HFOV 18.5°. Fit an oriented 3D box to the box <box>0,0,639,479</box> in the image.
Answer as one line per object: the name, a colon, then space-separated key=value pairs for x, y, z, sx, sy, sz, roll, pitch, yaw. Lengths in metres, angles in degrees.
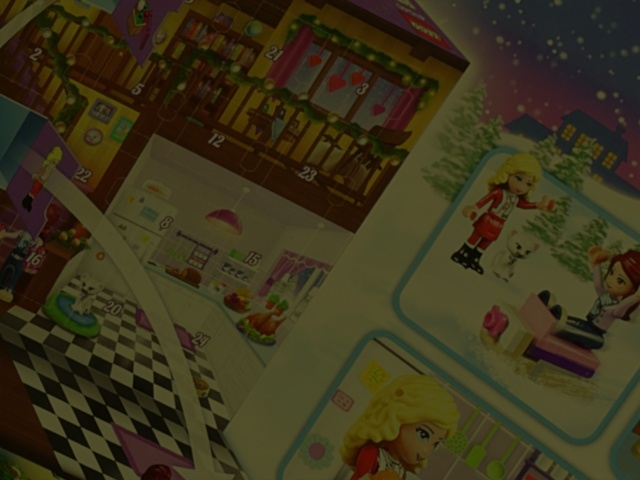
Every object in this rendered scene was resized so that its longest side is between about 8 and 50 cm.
box: x=0.000 y=0.000 z=0.400 sx=0.201 sy=0.293 sz=0.057 roll=-57 pitch=164 yaw=13
